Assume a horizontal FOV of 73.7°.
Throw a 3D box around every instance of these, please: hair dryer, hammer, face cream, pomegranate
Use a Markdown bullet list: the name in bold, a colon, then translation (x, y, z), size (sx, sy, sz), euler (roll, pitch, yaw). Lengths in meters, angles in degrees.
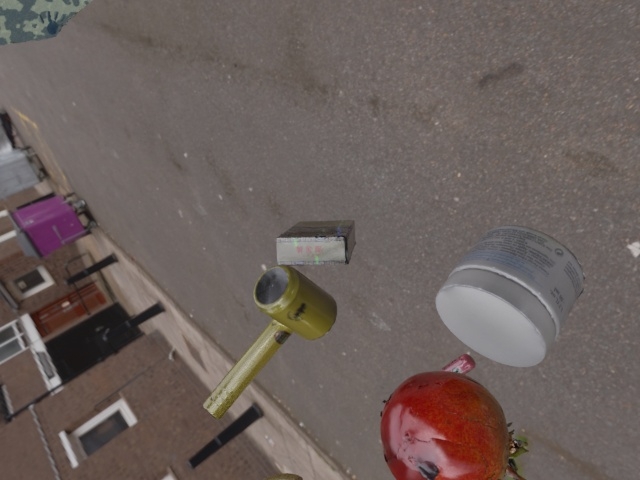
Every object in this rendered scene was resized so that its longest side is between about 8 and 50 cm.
- **hair dryer**: translation (-0.102, 0.176, 0.714), size (0.090, 0.278, 0.135), euler (37, 176, 44)
- **hammer**: translation (0.315, 0.294, 0.979), size (0.083, 0.043, 0.043), euler (-42, 80, 24)
- **face cream**: translation (0.298, 0.084, 0.678), size (0.177, 0.153, 0.177), euler (36, 153, 22)
- **pomegranate**: translation (0.215, 0.324, 0.706), size (0.235, 0.210, 0.210), euler (17, 149, -7)

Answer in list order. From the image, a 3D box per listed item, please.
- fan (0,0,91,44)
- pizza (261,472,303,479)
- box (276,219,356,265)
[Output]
- **fan**: translation (-0.405, -0.345, 0.603), size (0.009, 0.240, 0.131), euler (44, 158, 13)
- **pizza**: translation (-0.134, 0.504, 0.731), size (0.034, 0.181, 0.262), euler (65, -164, -6)
- **box**: translation (0.000, 0.000, 1.292), size (0.198, 0.310, 0.084), euler (-1, 101, 9)
